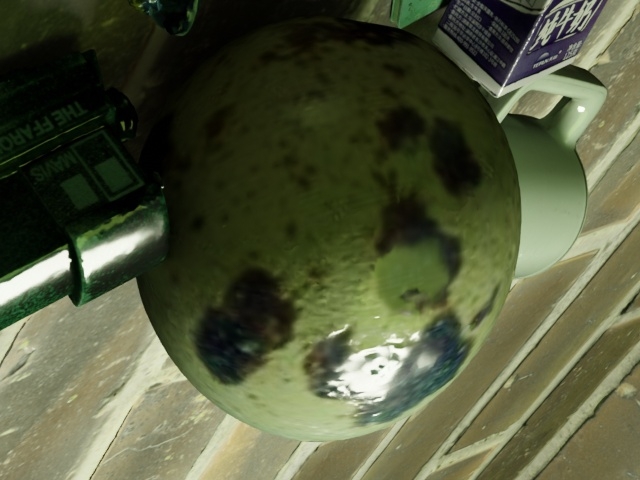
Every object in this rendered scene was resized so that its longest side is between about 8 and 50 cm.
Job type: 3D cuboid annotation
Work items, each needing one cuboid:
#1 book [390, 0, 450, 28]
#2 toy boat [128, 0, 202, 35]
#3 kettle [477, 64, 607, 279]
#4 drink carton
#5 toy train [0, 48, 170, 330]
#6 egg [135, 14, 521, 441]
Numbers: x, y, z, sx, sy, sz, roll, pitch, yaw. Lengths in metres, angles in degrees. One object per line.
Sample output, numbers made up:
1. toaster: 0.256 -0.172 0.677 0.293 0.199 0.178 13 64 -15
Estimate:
1. book: 0.112 -0.262 1.571 0.103 0.017 0.135 -31 157 -18
2. toy boat: -0.121 -0.204 1.276 0.061 0.060 0.137 -52 168 -25
3. kettle: 0.148 -0.077 1.782 0.318 0.205 0.265 1 100 -56
4. drink carton: 0.217 -0.263 1.597 0.134 0.102 0.222 -24 151 -40
5. toy train: -0.268 -0.011 1.279 0.330 0.178 0.138 -29 157 -22
6. egg: 0.000 0.000 1.473 0.345 0.345 0.428 -24 150 -29
